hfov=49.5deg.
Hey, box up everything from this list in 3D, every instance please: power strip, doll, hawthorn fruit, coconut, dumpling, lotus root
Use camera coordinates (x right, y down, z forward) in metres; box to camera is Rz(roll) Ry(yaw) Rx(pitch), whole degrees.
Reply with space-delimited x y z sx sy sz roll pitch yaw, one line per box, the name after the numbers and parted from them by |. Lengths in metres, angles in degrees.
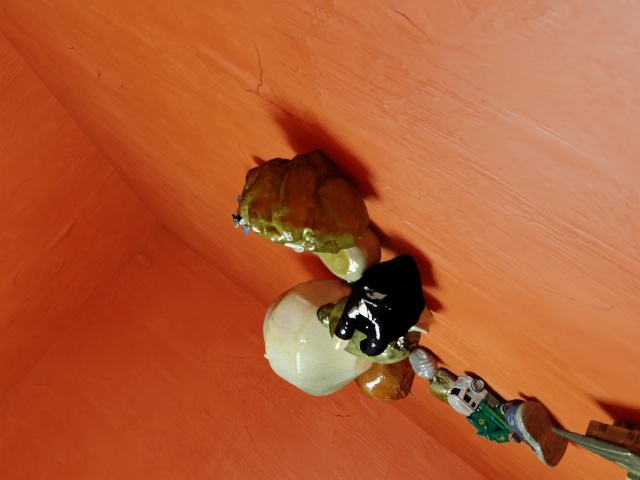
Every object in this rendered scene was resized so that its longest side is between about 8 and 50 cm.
0.613 0.405 1.312 0.251 0.092 0.257 34 167 -10 | power strip
0.291 0.349 2.058 0.180 0.079 0.094 46 149 40 | doll
0.233 0.446 2.283 0.243 0.207 0.207 40 167 -19 | hawthorn fruit
0.011 0.281 2.042 0.352 0.353 0.352 38 166 11 | coconut
0.211 0.170 1.650 0.134 0.100 0.169 14 178 -40 | dumpling
0.125 0.218 1.805 0.309 0.173 0.173 11 150 42 | lotus root

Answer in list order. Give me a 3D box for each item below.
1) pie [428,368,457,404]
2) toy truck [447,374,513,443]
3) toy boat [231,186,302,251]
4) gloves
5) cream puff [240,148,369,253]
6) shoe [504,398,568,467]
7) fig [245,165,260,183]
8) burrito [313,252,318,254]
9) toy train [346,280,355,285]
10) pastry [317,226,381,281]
0.400 0.463 2.112 0.163 0.079 0.193 33 166 13 | pie
0.451 0.473 1.909 0.216 0.116 0.110 41 167 -4 | toy truck
-0.134 -0.059 1.739 0.269 0.141 0.141 17 155 39 | toy boat
0.121 0.162 1.514 0.152 0.197 0.301 64 158 18 | gloves
-0.033 -0.066 1.328 0.244 0.196 0.244 -5 171 -1 | cream puff
0.526 0.478 1.745 0.125 0.099 0.227 5 138 55 | shoe
-0.129 -0.136 1.660 0.098 0.082 0.084 3 167 -27 | fig
0.000 0.003 1.742 0.309 0.066 0.096 27 166 46 | burrito
0.089 0.092 1.845 0.071 0.038 0.148 26 161 48 | toy train
0.057 0.020 1.508 0.156 0.092 0.156 32 138 34 | pastry
